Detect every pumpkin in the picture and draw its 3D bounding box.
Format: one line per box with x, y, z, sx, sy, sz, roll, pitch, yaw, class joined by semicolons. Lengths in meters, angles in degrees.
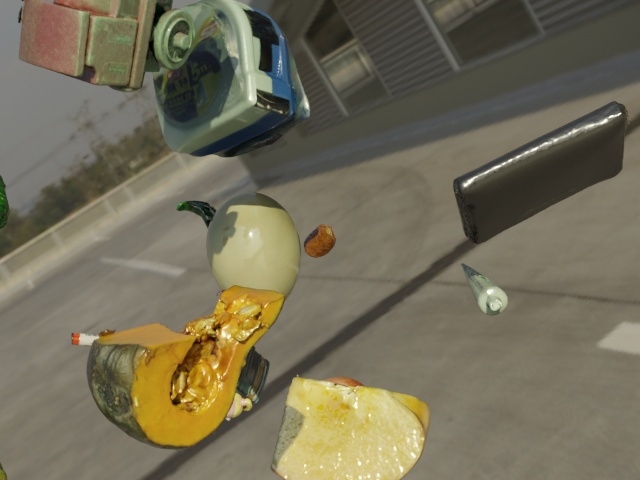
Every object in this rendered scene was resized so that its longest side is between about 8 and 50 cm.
-0.201;0.149;1.273;0.139;0.190;0.280;7;64;50;pumpkin

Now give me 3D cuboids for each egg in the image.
-0.130;0.024;1.773;0.186;0.241;0.186;-14;-7;-2;egg

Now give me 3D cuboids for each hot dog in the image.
0.000;0.000;1.916;0.035;0.058;0.083;-18;-21;-52;hot dog

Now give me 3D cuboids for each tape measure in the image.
-0.173;-0.287;1.560;0.259;0.262;0.138;-19;-11;39;tape measure

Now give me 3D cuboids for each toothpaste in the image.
0.240;0.073;1.315;0.041;0.064;0.218;-44;4;7;toothpaste

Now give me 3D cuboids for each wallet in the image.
0.297;-0.085;1.190;0.250;0.044;0.149;-26;-35;-2;wallet

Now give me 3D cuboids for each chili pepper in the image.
-0.241;-0.049;1.872;0.055;0.118;0.035;-49;11;-6;chili pepper

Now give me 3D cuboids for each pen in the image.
-0.394;0.213;1.861;0.239;0.028;0.028;8;-3;-18;pen

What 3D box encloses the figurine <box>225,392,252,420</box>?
-0.245;0.406;2.195;0.187;0.083;0.083;-23;13;42;figurine

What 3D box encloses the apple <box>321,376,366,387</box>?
0.046;0.436;2.216;0.162;0.201;0.201;2;-5;-23;apple

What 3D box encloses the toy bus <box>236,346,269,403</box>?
-0.291;0.340;2.388;0.275;0.167;0.138;1;58;30;toy bus

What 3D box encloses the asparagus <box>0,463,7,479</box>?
-0.577;0.479;1.604;0.080;0.080;0.287;-32;48;-2;asparagus

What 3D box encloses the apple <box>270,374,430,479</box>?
0.073;0.411;1.927;0.309;0.252;0.314;11;26;11;apple

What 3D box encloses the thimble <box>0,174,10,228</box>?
-0.593;-0.063;1.535;0.118;0.090;0.130;-17;-20;-15;thimble

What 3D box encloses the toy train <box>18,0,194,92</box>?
-0.259;-0.341;1.152;0.150;0.304;0.221;20;16;24;toy train
